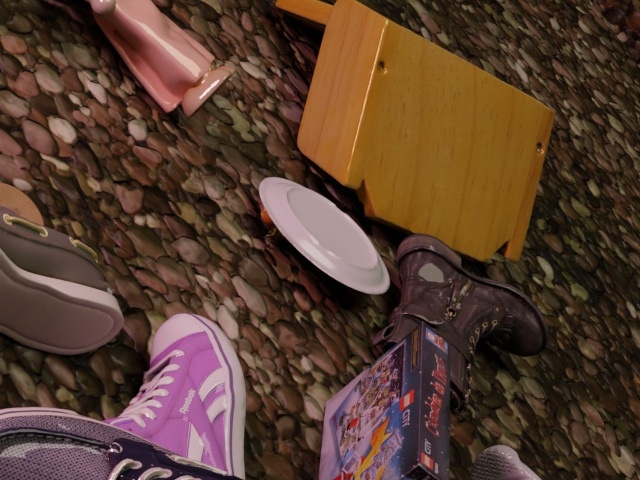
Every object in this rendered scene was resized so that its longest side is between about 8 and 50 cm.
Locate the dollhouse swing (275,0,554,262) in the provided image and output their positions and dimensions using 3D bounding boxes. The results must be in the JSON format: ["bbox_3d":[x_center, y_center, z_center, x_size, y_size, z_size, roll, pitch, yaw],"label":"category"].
[{"bbox_3d":[0.085,-0.159,2.538,0.347,0.305,0.315,22,79,-41],"label":"dollhouse swing"}]

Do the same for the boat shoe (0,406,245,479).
[{"bbox_3d":[-0.137,0.220,1.548,0.340,0.158,0.127,19,73,-24],"label":"boat shoe"}]

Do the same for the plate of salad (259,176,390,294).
[{"bbox_3d":[0.000,0.000,2.224,0.200,0.048,0.200,36,20,-15],"label":"plate of salad"}]

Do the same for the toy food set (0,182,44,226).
[{"bbox_3d":[-0.307,-0.023,1.833,0.083,0.020,0.082,50,27,3],"label":"toy food set"}]

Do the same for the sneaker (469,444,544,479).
[{"bbox_3d":[0.275,0.341,2.134,0.268,0.101,0.153,56,27,3],"label":"sneaker"}]

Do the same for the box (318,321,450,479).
[{"bbox_3d":[0.066,0.210,1.926,0.044,0.159,0.233,38,29,-20],"label":"box"}]

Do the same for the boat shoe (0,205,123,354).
[{"bbox_3d":[-0.309,0.018,1.691,0.305,0.109,0.091,27,33,-46],"label":"boat shoe"}]

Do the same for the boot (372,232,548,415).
[{"bbox_3d":[0.172,0.130,2.285,0.263,0.091,0.229,33,36,-19],"label":"boot"}]

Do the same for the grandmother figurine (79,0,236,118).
[{"bbox_3d":[-0.253,-0.289,2.183,0.342,0.104,0.208,44,0,-4],"label":"grandmother figurine"}]

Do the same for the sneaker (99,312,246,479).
[{"bbox_3d":[-0.156,0.161,1.734,0.161,0.102,0.282,25,35,-32],"label":"sneaker"}]
